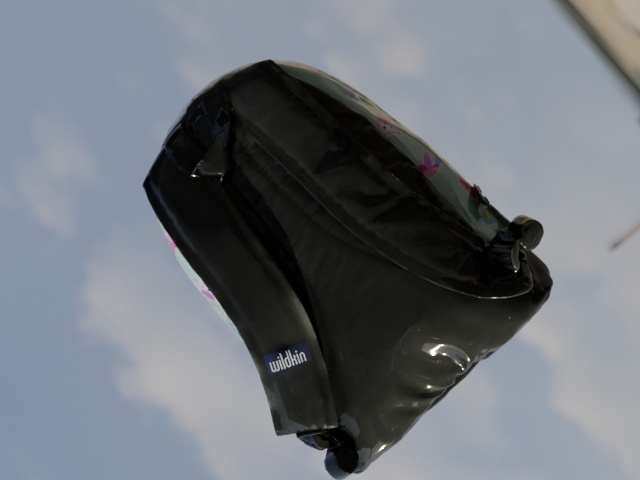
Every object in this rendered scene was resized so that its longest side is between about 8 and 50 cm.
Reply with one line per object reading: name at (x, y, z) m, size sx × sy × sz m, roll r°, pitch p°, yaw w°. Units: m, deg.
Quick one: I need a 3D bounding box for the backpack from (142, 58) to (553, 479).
backpack at (0.000, 0.000, 0.934) m, size 0.182 × 0.152 × 0.115 m, roll 46°, pitch 180°, yaw -2°
